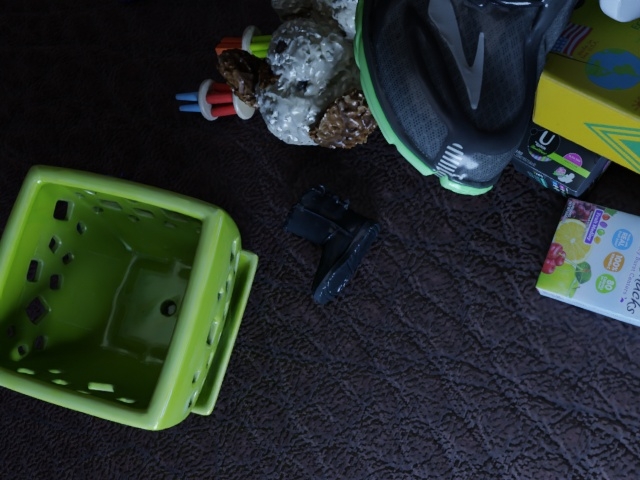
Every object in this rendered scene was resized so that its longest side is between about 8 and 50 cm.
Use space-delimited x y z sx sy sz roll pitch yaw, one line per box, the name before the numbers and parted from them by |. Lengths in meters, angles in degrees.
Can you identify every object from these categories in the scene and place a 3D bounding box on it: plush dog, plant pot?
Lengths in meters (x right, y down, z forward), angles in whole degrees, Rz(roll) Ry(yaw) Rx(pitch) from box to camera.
plush dog | 0.010 -0.211 0.855 0.262 0.211 0.225 31 91 42
plant pot | -0.202 0.068 0.843 0.228 0.207 0.227 14 81 16

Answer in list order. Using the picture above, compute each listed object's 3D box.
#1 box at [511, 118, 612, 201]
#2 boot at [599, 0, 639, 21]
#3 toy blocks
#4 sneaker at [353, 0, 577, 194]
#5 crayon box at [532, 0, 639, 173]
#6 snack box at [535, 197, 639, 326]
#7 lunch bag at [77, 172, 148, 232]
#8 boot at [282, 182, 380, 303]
box | 0.249 -0.086 0.800 0.083 0.052 0.062 35 91 28
boot | 0.312 -0.315 0.731 0.258 0.095 0.123 -42 63 -17
toy blocks | -0.109 -0.213 0.981 0.148 0.054 0.123 2 77 23
sneaker | 0.171 -0.273 0.637 0.185 0.202 0.482 22 82 -17
crayon box | 0.350 -0.156 0.733 0.319 0.081 0.202 34 72 26
snack box | 0.296 0.025 0.757 0.141 0.037 0.100 19 84 25
lunch bag | -0.265 -0.040 0.988 0.065 0.067 0.098 18 83 25
boot | 0.000 0.000 0.882 0.099 0.045 0.121 31 81 24
